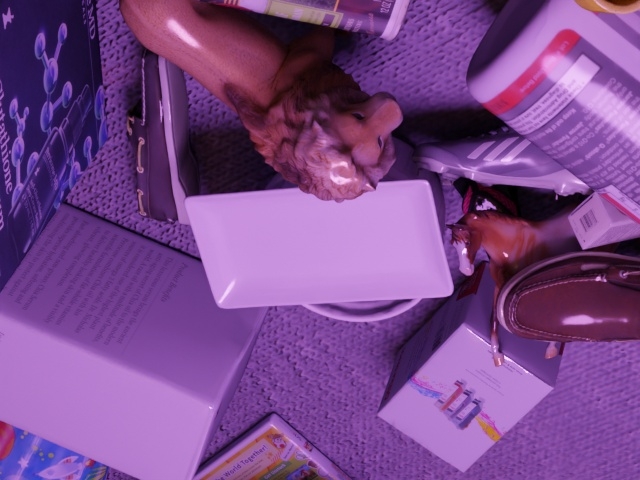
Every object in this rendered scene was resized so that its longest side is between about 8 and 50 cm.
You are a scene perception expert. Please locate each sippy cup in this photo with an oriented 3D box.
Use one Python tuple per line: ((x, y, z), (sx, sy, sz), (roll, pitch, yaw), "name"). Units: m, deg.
((-0.357, 0.262, 2.026), (0.240, 0.305, 0.224), (52, 123, 36), "sippy cup")

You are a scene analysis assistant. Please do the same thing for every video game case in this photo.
((-0.058, 0.343, 2.095), (0.206, 0.026, 0.227), (42, 125, -13), "video game case")

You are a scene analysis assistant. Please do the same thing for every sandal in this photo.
((0.186, -0.032, 1.758), (0.067, 0.040, 0.179), (-13, 118, 25), "sandal")

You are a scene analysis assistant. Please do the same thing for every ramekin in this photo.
((0.039, -0.025, 1.768), (0.207, 0.109, 0.207), (8, 124, 12), "ramekin")

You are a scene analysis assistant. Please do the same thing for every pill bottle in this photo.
((0.337, -0.120, 1.549), (0.363, 0.210, 0.210), (37, 125, -9), "pill bottle")

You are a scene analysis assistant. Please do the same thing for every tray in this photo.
((0.000, 0.000, 1.710), (0.270, 0.030, 0.145), (-4, 120, 19), "tray")

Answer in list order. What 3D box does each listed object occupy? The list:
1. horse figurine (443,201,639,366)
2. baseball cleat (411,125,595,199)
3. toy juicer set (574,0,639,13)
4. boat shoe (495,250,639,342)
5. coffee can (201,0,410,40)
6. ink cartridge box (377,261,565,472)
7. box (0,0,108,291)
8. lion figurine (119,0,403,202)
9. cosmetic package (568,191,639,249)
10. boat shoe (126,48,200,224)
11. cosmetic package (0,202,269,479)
((0.260, 0.025, 1.712), (0.263, 0.066, 0.174), (-16, 101, -15), "horse figurine")
((0.201, -0.103, 1.684), (0.206, 0.072, 0.109), (9, 87, 8), "baseball cleat")
((0.356, -0.324, 1.402), (0.209, 0.089, 0.329), (20, 86, -12), "toy juicer set")
((0.310, 0.061, 1.650), (0.257, 0.095, 0.095), (-6, 106, -15), "boat shoe")
((-0.048, -0.307, 1.485), (0.275, 0.201, 0.201), (10, 126, -6), "coffee can")
((0.171, 0.144, 1.827), (0.127, 0.128, 0.176), (35, 127, -8), "ink cartridge box")
((-0.387, -0.143, 1.643), (0.212, 0.395, 0.293), (7, 125, 11), "box")
((-0.088, -0.194, 1.613), (0.392, 0.240, 0.142), (30, 126, -3), "lion figurine")
((0.319, -0.029, 1.669), (0.060, 0.115, 0.041), (-49, 58, 53), "cosmetic package")
((-0.181, -0.114, 1.793), (0.069, 0.081, 0.227), (3, 126, 11), "boat shoe")
((-0.311, 0.089, 1.879), (0.453, 0.230, 0.161), (23, 127, 3), "cosmetic package")
